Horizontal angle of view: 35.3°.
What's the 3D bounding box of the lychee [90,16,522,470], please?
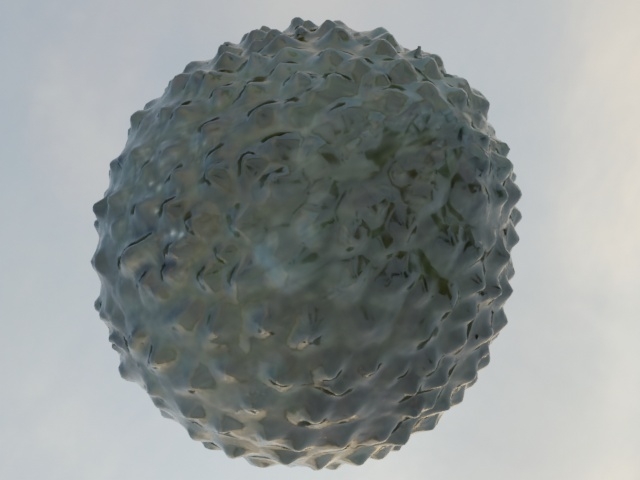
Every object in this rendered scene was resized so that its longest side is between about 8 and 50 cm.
[{"bbox_3d":[0.000,0.000,0.574,0.255,0.274,0.255,18,-124,-28],"label":"lychee"}]
